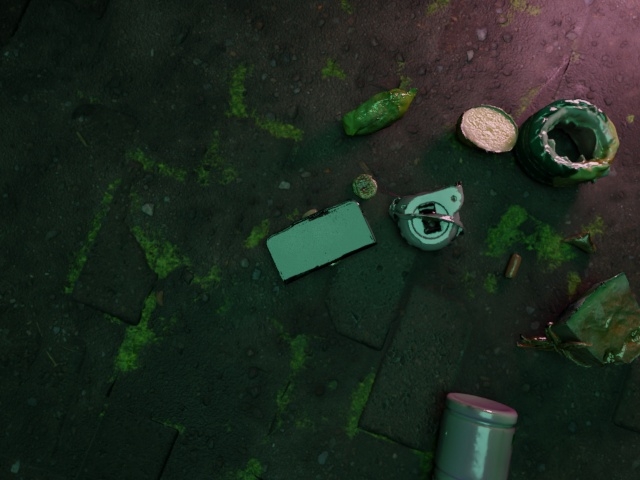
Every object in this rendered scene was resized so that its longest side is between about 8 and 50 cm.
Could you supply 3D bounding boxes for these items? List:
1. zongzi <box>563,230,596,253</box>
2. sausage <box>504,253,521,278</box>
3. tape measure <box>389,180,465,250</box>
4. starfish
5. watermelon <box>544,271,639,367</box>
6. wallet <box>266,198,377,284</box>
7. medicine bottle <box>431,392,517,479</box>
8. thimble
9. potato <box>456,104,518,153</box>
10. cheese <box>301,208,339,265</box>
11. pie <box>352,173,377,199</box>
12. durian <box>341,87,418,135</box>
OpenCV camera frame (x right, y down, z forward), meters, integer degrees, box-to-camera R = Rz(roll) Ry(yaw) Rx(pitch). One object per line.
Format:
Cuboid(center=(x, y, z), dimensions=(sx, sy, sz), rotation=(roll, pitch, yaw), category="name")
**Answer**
Cuboid(center=(0.840, 0.018, 1.619), dimensions=(0.083, 0.040, 0.076), rotation=(-24, 93, 9), category="zongzi")
Cuboid(center=(0.620, 0.084, 1.608), dimensions=(0.034, 0.034, 0.083), rotation=(22, 84, 1), category="sausage")
Cuboid(center=(0.344, -0.064, 1.575), dimensions=(0.236, 0.120, 0.197), rotation=(-13, 88, 2), category="tape measure")
Cuboid(center=(0.715, 0.322, 1.522), dimensions=(0.238, 0.213, 0.056), rotation=(28, 64, -12), category="starfish")
Cuboid(center=(0.854, 0.258, 1.558), dimensions=(0.264, 0.151, 0.302), rotation=(-39, 105, -7), category="watermelon")
Cuboid(center=(0.000, 0.000, 1.554), dimensions=(0.318, 0.045, 0.172), rotation=(-25, 91, -3), category="wallet")
Cuboid(center=(0.447, 0.637, 1.472), dimensions=(0.212, 0.212, 0.325), rotation=(11, 84, 0), category="medicine bottle")
Cuboid(center=(0.772, -0.298, 1.575), dimensions=(0.288, 0.167, 0.254), rotation=(42, 86, 3), category="thimble")
Cuboid(center=(0.532, -0.346, 1.619), dimensions=(0.201, 0.081, 0.163), rotation=(16, 77, -3), category="potato")
Cuboid(center=(0.005, -0.008, 1.598), dimensions=(0.065, 0.043, 0.193), rotation=(-28, 86, 0), category="cheese")
Cuboid(center=(0.144, -0.174, 1.625), dimensions=(0.085, 0.020, 0.084), rotation=(0, 85, -1), category="pie")
Cuboid(center=(0.188, -0.406, 1.586), dimensions=(0.250, 0.139, 0.101), rotation=(-21, 92, -2), category="durian")
